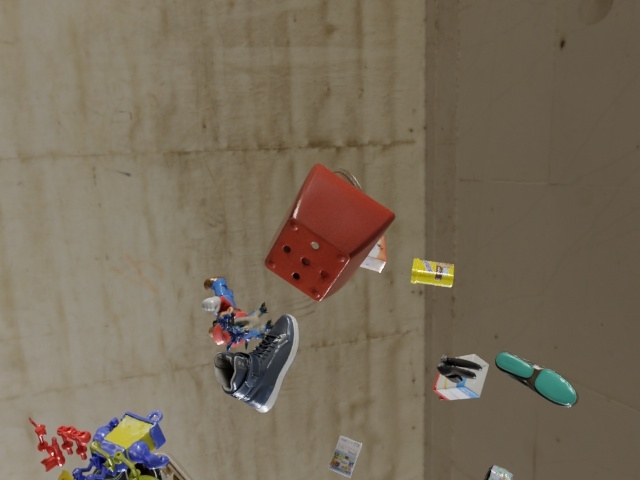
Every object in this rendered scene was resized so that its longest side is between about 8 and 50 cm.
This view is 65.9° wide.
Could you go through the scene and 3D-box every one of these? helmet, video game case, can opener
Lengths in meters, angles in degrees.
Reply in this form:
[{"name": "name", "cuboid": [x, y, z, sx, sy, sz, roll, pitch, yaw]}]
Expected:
[{"name": "helmet", "cuboid": [-0.506, 0.627, 1.249, 0.169, 0.161, 0.169, 51, 8, -10]}, {"name": "video game case", "cuboid": [0.090, 0.778, 1.781, 0.011, 0.087, 0.122, 74, 36, -51]}, {"name": "can opener", "cuboid": [0.362, 0.330, 1.282, 0.059, 0.073, 0.186, -58, -177, -20]}]

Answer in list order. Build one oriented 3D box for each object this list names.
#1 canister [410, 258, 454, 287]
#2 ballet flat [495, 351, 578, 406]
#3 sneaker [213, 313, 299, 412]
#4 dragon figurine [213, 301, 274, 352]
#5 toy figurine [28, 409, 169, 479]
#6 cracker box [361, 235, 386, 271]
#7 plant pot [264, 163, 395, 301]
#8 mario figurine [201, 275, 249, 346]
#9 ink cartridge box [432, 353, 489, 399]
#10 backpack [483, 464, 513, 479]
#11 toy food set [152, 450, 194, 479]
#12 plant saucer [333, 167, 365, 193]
[{"name": "canister", "cuboid": [0.475, 0.138, 2.090, 0.126, 0.170, 0.073, -63, 157, -58]}, {"name": "ballet flat", "cuboid": [0.720, 0.459, 1.644, 0.280, 0.095, 0.096, 31, -10, 40]}, {"name": "sneaker", "cuboid": [-0.140, 0.245, 1.092, 0.086, 0.163, 0.226, -7, -125, 43]}, {"name": "dragon figurine", "cuboid": [-0.207, 0.226, 1.234, 0.289, 0.144, 0.085, -44, -116, 59]}, {"name": "toy figurine", "cuboid": [-0.412, 0.428, 1.063, 0.363, 0.217, 0.191, 2, -69, 31]}, {"name": "cracker box", "cuboid": [0.132, 0.020, 1.875, 0.155, 0.232, 0.067, -85, -166, -52]}, {"name": "plant pot", "cuboid": [0.000, 0.000, 1.325, 0.267, 0.267, 0.236, -58, 177, 34]}, {"name": "mario figurine", "cuboid": [-0.350, 0.256, 1.698, 0.170, 0.198, 0.320, -57, -149, 11]}, {"name": "ink cartridge box", "cuboid": [0.506, 0.513, 1.840, 0.231, 0.078, 0.134, -38, -161, 57]}, {"name": "backpack", "cuboid": [0.780, 1.096, 2.189, 0.152, 0.115, 0.182, 22, 84, -65]}, {"name": "toy food set", "cuboid": [-0.420, 0.765, 1.494, 0.306, 0.092, 0.220, 46, -26, 6]}, {"name": "plant saucer", "cuboid": [0.081, -0.093, 1.580, 0.278, 0.041, 0.277, 162, -90, -71]}]
